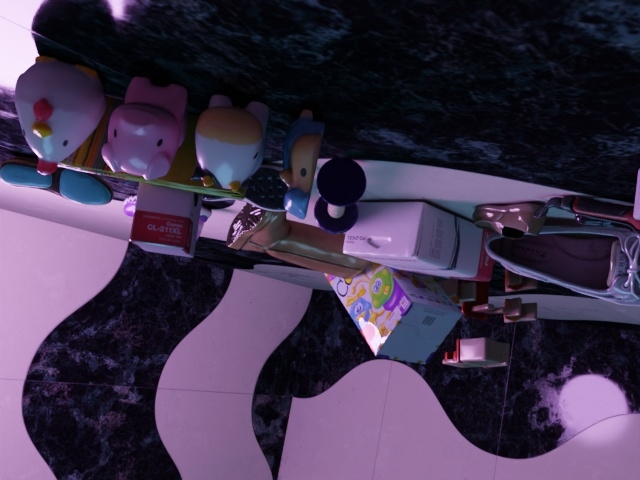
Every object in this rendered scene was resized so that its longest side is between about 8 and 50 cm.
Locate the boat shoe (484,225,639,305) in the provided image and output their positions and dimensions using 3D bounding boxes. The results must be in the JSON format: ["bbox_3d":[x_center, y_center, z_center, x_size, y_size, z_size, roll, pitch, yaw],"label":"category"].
[{"bbox_3d":[0.420,0.032,0.998,0.320,0.118,0.103,14,-174,34],"label":"boat shoe"}]

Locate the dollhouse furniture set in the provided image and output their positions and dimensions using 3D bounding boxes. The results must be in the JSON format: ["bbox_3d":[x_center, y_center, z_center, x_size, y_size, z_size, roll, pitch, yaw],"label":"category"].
[{"bbox_3d":[0.354,0.155,1.466,0.262,0.259,0.135,17,161,-30],"label":"dollhouse furniture set"}]

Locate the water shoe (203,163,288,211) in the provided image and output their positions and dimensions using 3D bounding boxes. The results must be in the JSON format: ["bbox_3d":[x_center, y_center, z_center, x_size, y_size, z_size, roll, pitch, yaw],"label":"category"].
[{"bbox_3d":[-0.109,-0.097,1.045,0.203,0.073,0.080,9,-161,12],"label":"water shoe"}]

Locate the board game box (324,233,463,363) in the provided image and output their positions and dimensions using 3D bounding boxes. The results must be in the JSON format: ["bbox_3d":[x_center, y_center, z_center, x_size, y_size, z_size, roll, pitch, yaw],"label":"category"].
[{"bbox_3d":[0.142,0.108,1.350,0.144,0.142,0.275,16,-154,-34],"label":"board game box"}]

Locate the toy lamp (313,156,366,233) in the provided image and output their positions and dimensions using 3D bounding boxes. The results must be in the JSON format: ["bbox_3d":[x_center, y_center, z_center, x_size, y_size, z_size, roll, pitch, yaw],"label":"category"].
[{"bbox_3d":[0.028,-0.059,1.019,0.080,0.080,0.275,10,173,1],"label":"toy lamp"}]

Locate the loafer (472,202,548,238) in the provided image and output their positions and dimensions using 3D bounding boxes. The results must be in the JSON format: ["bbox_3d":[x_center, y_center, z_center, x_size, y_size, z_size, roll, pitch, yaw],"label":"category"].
[{"bbox_3d":[0.286,-0.028,0.994,0.056,0.050,0.148,14,172,-21],"label":"loafer"}]

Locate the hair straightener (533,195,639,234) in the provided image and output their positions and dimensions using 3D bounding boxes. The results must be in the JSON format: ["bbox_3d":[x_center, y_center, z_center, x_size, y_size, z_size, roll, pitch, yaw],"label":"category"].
[{"bbox_3d":[0.410,-0.024,0.872,0.230,0.047,0.089,7,171,26],"label":"hair straightener"}]

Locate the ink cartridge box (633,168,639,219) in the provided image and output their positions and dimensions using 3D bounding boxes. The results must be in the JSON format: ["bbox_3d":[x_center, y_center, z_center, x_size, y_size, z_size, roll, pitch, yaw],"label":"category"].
[{"bbox_3d":[0.407,-0.052,0.625,0.104,0.060,0.180,12,172,-6],"label":"ink cartridge box"}]

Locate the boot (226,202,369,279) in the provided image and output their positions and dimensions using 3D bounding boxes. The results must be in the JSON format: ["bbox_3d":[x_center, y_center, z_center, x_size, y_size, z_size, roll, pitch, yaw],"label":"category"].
[{"bbox_3d":[-0.018,-0.013,1.226,0.269,0.089,0.236,17,157,-21],"label":"boot"}]

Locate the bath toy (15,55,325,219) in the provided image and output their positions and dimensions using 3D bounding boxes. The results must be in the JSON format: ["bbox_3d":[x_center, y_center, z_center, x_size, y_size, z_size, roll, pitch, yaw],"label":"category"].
[{"bbox_3d":[-0.175,-0.113,0.722,0.348,0.129,0.151,11,172,-1],"label":"bath toy"}]

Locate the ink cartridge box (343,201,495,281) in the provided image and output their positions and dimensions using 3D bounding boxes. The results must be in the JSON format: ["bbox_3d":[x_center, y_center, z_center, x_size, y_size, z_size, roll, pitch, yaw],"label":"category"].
[{"bbox_3d":[0.184,0.004,1.176,0.172,0.100,0.237,3,170,45],"label":"ink cartridge box"}]

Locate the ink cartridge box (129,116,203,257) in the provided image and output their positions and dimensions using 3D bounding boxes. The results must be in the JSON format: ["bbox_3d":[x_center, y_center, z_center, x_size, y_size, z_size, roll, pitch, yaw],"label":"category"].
[{"bbox_3d":[-0.200,-0.072,0.876,0.072,0.175,0.127,8,173,-4],"label":"ink cartridge box"}]

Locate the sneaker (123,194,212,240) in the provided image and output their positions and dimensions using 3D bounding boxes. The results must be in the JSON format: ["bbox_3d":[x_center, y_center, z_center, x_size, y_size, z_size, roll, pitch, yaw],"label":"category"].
[{"bbox_3d":[-0.383,-0.047,1.564,0.236,0.105,0.095,9,174,20],"label":"sneaker"}]

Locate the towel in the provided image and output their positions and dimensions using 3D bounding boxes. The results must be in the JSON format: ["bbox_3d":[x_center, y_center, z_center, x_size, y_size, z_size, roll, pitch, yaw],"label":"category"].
[{"bbox_3d":[-0.202,-0.120,0.802,0.237,0.102,0.021,11,167,-4],"label":"towel"}]

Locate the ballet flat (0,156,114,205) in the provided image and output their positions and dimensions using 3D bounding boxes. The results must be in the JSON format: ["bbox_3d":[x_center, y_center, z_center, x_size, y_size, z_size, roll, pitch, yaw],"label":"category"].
[{"bbox_3d":[-0.549,-0.134,1.355,0.232,0.080,0.073,15,-161,-14],"label":"ballet flat"}]
